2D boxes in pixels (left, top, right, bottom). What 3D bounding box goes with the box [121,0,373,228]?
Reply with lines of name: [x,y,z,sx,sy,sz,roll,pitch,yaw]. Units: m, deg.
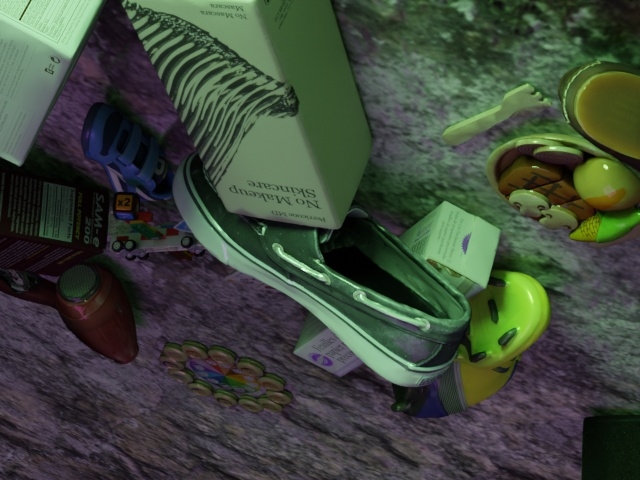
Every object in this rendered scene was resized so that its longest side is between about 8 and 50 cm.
box: [-0.047,-0.125,0.941,0.113,0.094,0.275,9,150,22]

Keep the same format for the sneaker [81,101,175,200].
sneaker: [-0.174,-0.080,1.156,0.059,0.053,0.144,14,161,20]

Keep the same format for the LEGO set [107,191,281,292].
LEGO set: [-0.100,-0.009,1.230,0.244,0.060,0.182,12,159,-25]

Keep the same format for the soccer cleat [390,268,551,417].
soccer cleat: [0.162,0.100,1.246,0.121,0.093,0.289,-3,156,-23]

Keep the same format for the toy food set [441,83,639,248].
toy food set: [0.192,-0.040,0.994,0.192,0.038,0.132,32,151,-21]

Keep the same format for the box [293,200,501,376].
box: [0.066,0.055,1.225,0.063,0.067,0.324,27,151,-12]

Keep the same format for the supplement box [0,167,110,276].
supplement box: [-0.349,-0.026,1.267,0.239,0.073,0.130,12,160,-32]

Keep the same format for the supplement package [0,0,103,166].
supplement package: [-0.261,-0.192,0.904,0.203,0.149,0.194,27,152,-13]

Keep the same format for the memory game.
memory game: [-0.124,0.180,1.636,0.186,0.012,0.186,16,152,9]

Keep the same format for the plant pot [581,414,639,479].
plant pot: [0.392,0.289,1.320,0.167,0.187,0.188,-21,133,35]

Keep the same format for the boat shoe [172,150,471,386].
boat shoe: [0.000,0.000,1.078,0.301,0.108,0.102,40,140,17]

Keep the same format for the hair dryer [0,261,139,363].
hair dryer: [-0.320,0.052,1.500,0.293,0.080,0.224,43,159,-24]

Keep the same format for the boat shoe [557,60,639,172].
boat shoe: [0.261,-0.067,0.878,0.207,0.073,0.073,30,-171,-10]
